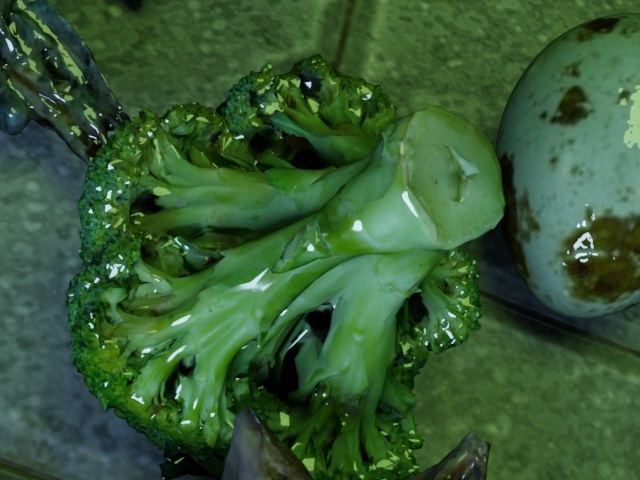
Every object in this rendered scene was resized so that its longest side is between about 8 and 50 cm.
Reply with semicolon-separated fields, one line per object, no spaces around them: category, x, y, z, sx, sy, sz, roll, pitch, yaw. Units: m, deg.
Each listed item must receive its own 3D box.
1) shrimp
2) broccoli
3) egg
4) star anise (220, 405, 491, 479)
shrimp;-0.209;-0.216;1.017;0.272;0.085;0.445;-7;53;-37
broccoli;0.000;0.000;0.808;0.254;0.269;0.269;19;47;-27
egg;0.202;-0.051;1.017;0.169;0.169;0.231;25;63;-6
star anise;0.006;0.239;0.703;0.332;0.117;0.331;6;61;-11
